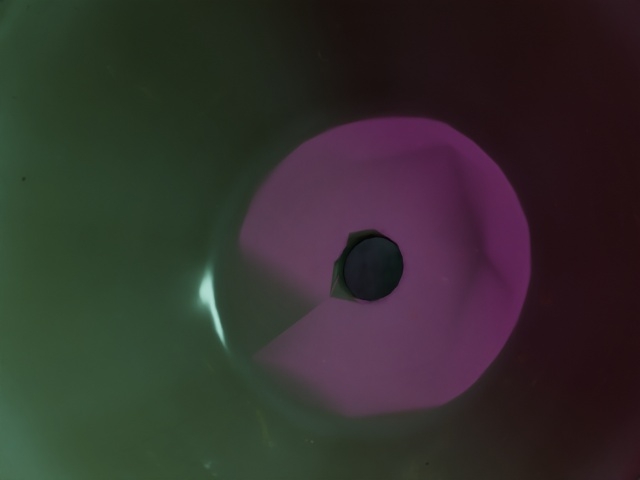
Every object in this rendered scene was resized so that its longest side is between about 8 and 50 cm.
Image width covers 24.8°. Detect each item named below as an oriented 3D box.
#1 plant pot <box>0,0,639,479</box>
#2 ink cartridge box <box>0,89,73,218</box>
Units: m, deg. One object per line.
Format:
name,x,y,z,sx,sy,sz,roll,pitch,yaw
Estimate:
plant pot,0.000,0.000,0.394,0.237,0.110,0.237,-4,77,16
ink cartridge box,-0.102,-0.122,0.514,0.165,0.065,0.333,20,72,25
